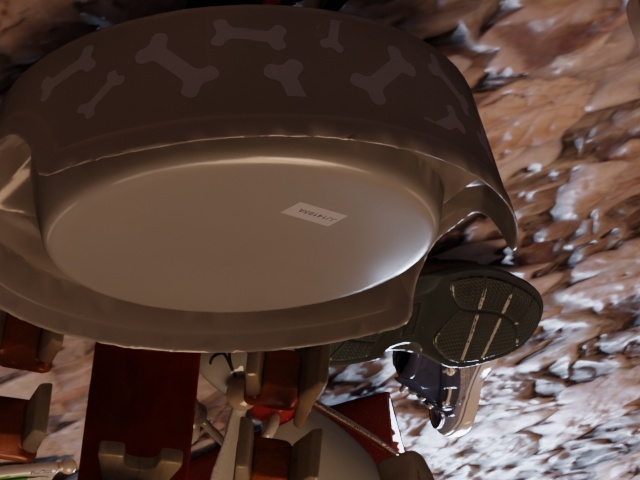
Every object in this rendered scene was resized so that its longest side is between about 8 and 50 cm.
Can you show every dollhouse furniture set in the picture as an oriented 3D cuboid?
[{"bbox_3d":[-0.140,0.177,1.436,0.262,0.259,0.135,9,151,-7],"label":"dollhouse furniture set"}]

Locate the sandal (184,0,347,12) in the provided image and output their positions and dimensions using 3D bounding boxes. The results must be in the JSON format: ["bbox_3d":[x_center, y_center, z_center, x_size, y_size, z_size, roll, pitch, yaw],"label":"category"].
[{"bbox_3d":[-0.005,-0.156,1.136,0.179,0.040,0.067,-26,154,18],"label":"sandal"}]

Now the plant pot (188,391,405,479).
[{"bbox_3d":[-0.025,0.325,1.887,0.236,0.267,0.267,-7,155,5],"label":"plant pot"}]

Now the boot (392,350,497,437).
[{"bbox_3d":[0.102,0.123,1.760,0.086,0.069,0.190,-3,144,-12],"label":"boot"}]

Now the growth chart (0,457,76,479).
[{"bbox_3d":[-0.297,0.293,1.804,0.172,0.021,0.237,-8,129,-23],"label":"growth chart"}]

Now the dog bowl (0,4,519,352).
[{"bbox_3d":[-0.051,-0.033,1.218,0.349,0.102,0.349,-4,158,-2],"label":"dog bowl"}]

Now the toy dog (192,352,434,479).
[{"bbox_3d":[-0.016,0.211,1.627,0.220,0.161,0.334,-37,129,25],"label":"toy dog"}]

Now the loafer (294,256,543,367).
[{"bbox_3d":[0.070,0.047,1.584,0.267,0.084,0.096,1,119,-41],"label":"loafer"}]

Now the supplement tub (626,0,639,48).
[{"bbox_3d":[0.265,-0.154,1.275,0.107,0.071,0.071,-28,153,23],"label":"supplement tub"}]
